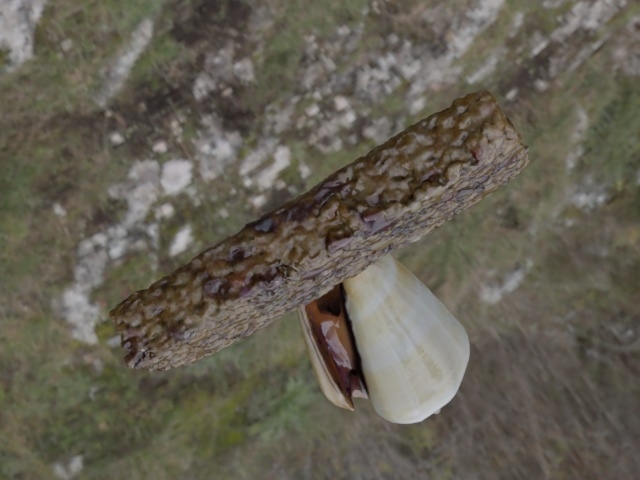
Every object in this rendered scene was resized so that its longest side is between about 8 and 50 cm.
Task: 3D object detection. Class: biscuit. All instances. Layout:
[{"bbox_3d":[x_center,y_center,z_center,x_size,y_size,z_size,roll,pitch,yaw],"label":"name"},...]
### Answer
[{"bbox_3d":[0.000,0.000,0.571,0.199,0.034,0.064,-32,163,8],"label":"biscuit"}]

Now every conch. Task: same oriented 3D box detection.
[{"bbox_3d":[0.062,0.079,1.354,0.158,0.127,0.255,-19,103,20],"label":"conch"}]
